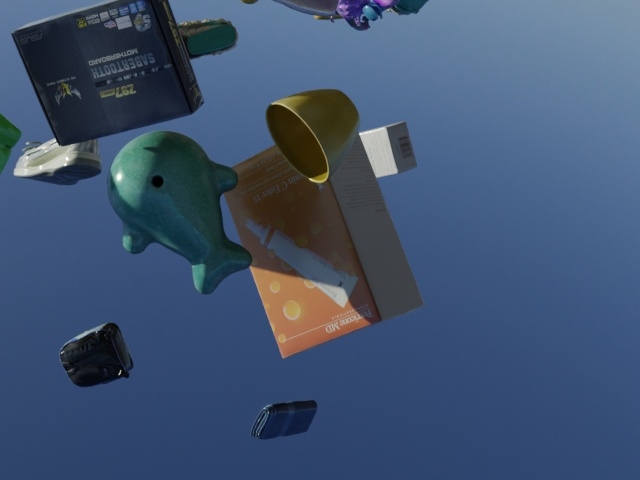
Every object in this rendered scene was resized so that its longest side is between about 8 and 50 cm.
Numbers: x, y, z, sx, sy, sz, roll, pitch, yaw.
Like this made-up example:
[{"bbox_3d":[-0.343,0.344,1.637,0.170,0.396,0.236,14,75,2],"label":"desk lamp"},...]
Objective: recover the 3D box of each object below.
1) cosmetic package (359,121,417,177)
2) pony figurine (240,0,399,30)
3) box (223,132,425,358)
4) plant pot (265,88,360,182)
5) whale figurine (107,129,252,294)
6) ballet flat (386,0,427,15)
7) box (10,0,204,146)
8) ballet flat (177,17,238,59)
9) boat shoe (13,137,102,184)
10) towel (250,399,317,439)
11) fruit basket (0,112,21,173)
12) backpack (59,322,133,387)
[{"bbox_3d":[0.110,-0.204,2.380,0.231,0.117,0.085,-10,-172,44],"label":"cosmetic package"},{"bbox_3d":[0.001,-0.402,1.293,0.351,0.302,0.363,17,172,-37],"label":"pony figurine"},{"bbox_3d":[0.000,0.000,1.725,0.168,0.215,0.345,-10,-103,-59],"label":"box"},{"bbox_3d":[0.001,-0.163,1.427,0.095,0.134,0.134,-38,-126,-22],"label":"plant pot"},{"bbox_3d":[-0.222,-0.047,1.575,0.272,0.216,0.141,57,176,0],"label":"whale figurine"},{"bbox_3d":[0.226,-0.597,1.794,0.147,0.409,0.147,36,-161,-14],"label":"ballet flat"},{"bbox_3d":[-0.306,-0.250,1.443,0.233,0.183,0.059,-10,-156,18],"label":"box"},{"bbox_3d":[-0.281,-0.390,1.973,0.241,0.091,0.077,-9,-168,-21],"label":"ballet flat"},{"bbox_3d":[-0.579,-0.186,2.203,0.118,0.103,0.320,10,169,-37],"label":"boat shoe"},{"bbox_3d":[-0.060,0.294,1.648,0.119,0.067,0.029,4,-151,-48],"label":"towel"},{"bbox_3d":[-0.767,-0.208,1.713,0.392,0.283,0.392,28,179,0],"label":"fruit basket"},{"bbox_3d":[-0.408,0.212,1.819,0.114,0.105,0.084,-21,-173,12],"label":"backpack"}]
